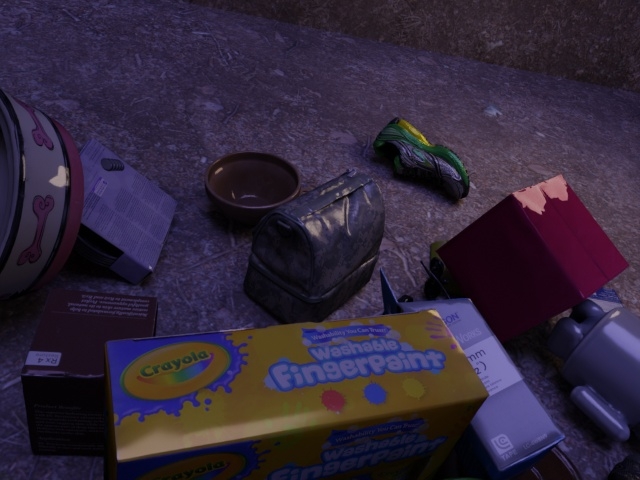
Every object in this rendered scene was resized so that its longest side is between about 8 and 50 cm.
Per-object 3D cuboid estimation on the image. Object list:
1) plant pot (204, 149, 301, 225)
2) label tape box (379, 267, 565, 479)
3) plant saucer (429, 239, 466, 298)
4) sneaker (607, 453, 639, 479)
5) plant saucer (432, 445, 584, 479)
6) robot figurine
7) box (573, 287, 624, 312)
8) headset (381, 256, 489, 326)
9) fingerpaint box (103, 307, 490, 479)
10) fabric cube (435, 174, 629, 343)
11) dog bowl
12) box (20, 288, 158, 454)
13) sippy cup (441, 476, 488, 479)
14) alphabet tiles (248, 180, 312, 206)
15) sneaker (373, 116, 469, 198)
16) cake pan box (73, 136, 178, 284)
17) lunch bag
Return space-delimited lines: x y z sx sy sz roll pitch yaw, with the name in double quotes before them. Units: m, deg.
"plant pot" -0.169 -0.116 1.456 0.237 0.110 0.237 4 42 -4
"label tape box" 0.225 0.214 0.956 0.115 0.249 0.348 -24 59 -5
"plant saucer" 0.376 0.071 1.492 0.188 0.045 0.188 17 37 0
"sneaker" 0.601 0.493 1.019 0.130 0.087 0.227 -14 44 -31
"plant saucer" 0.348 0.434 1.026 0.310 0.050 0.311 10 38 -7
"robot figurine" 0.653 0.279 1.208 0.300 0.200 0.353 -36 58 -19
"box" 0.717 0.201 1.464 0.136 0.037 0.225 10 37 -9
"headset" 0.234 0.205 1.223 0.243 0.185 0.394 8 50 4
"fingerpaint box" -0.055 0.290 0.789 0.444 0.371 0.163 -2 41 -24
"fabric cube" 0.478 0.041 1.332 0.259 0.254 0.258 -19 71 -41
"dog bowl" -0.590 -0.074 1.048 0.408 0.408 0.150 41 16 28
"box" -0.351 0.209 0.914 0.168 0.203 0.167 7 38 -13
"sippy cup" 0.209 0.498 0.766 0.224 0.306 0.240 19 7 -16
"alphabet tiles" -0.078 -0.081 1.542 0.198 0.009 0.237 -7 44 -29
"sneaker" 0.309 -0.229 1.803 0.343 0.134 0.146 38 67 20
"cake pan box" -0.441 -0.063 1.241 0.245 0.070 0.267 37 31 -26
"lunch bag" 0.000 0.000 1.266 0.212 0.256 0.305 35 41 22
